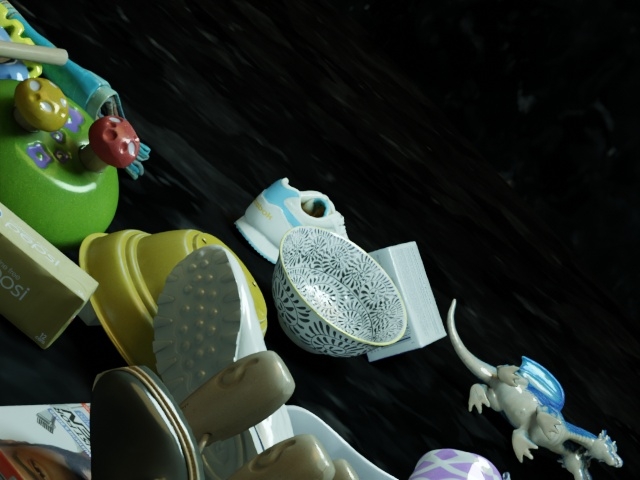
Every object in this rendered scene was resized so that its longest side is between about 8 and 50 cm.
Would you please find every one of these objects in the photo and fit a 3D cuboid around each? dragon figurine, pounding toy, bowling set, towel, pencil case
[{"bbox_3d":[0.257,0.203,2.308,0.289,0.085,0.144,45,14,16],"label":"dragon figurine"},{"bbox_3d":[-0.249,-0.115,1.675,0.183,0.110,0.237,4,58,-46],"label":"pounding toy"},{"bbox_3d":[-0.029,0.239,1.340,0.200,0.154,0.287,55,4,-29],"label":"bowling set"},{"bbox_3d":[-0.337,-0.232,1.969,0.370,0.040,0.271,44,-6,12],"label":"towel"},{"bbox_3d":[0.091,0.263,1.495,0.086,0.088,0.206,9,37,18],"label":"pencil case"}]

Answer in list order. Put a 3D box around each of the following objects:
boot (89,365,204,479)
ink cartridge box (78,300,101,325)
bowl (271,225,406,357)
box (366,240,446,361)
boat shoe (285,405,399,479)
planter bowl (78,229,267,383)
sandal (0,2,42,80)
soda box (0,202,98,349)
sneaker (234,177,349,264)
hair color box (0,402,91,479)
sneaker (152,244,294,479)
[{"bbox_3d":[-0.135,0.179,1.155,0.137,0.076,0.198,4,69,-63],"label":"boot"},{"bbox_3d":[-0.198,0.050,1.639,0.048,0.028,0.083,46,13,14],"label":"ink cartridge box"},{"bbox_3d":[0.004,0.072,1.993,0.170,0.080,0.170,30,32,-21],"label":"bowl"},{"bbox_3d":[0.087,0.072,2.181,0.137,0.072,0.126,-10,81,-73],"label":"box"},{"bbox_3d":[0.027,0.235,1.605,0.228,0.080,0.076,40,-14,-6],"label":"boat shoe"},{"bbox_3d":[-0.112,0.057,1.635,0.217,0.090,0.217,47,17,-20],"label":"planter bowl"},{"bbox_3d":[-0.405,-0.220,1.803,0.317,0.126,0.138,49,50,2],"label":"sandal"},{"bbox_3d":[-0.275,0.007,1.502,0.181,0.058,0.061,39,13,-5],"label":"soda box"},{"bbox_3d":[0.000,0.000,2.227,0.228,0.092,0.087,28,16,-48],"label":"sneaker"},{"bbox_3d":[-0.188,0.162,1.254,0.093,0.053,0.167,47,15,19],"label":"hair color box"},{"bbox_3d":[-0.075,0.119,1.530,0.095,0.090,0.235,20,57,-55],"label":"sneaker"}]
